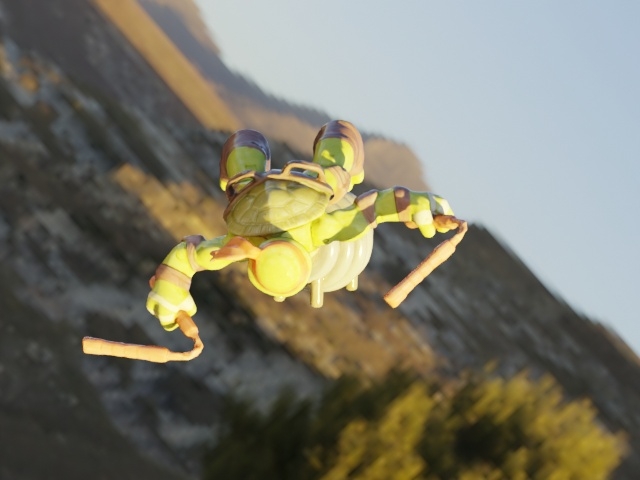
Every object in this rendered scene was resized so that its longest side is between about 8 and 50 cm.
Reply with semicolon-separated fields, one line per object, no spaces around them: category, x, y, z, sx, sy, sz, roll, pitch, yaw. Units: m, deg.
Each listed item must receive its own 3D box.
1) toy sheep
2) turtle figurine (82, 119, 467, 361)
toy sheep;0.000;0.000;1.410;0.091;0.091;0.132;49;26;7
turtle figurine;-0.038;-0.014;1.256;0.217;0.269;0.087;-89;157;-64
